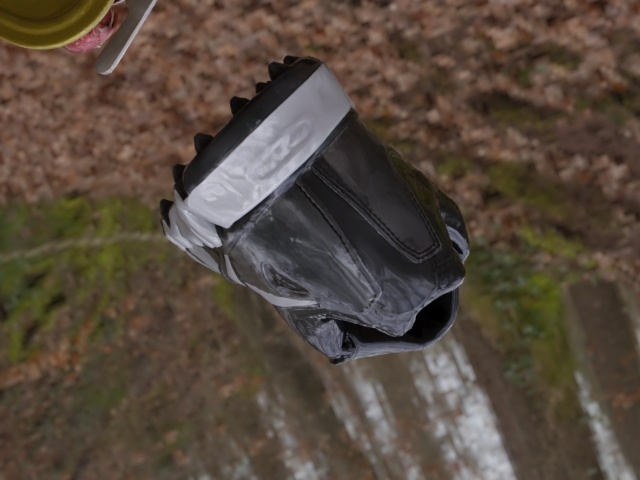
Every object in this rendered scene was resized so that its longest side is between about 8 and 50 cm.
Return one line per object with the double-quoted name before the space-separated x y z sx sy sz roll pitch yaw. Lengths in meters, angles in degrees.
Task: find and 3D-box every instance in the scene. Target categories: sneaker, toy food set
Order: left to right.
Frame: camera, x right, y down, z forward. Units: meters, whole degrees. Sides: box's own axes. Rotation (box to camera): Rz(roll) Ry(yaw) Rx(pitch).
"toy food set" -0.203 -0.205 1.225 0.218 0.128 0.071 26 -178 19
"sneaker" 0.000 0.000 0.578 0.078 0.106 0.234 -45 -178 -4
